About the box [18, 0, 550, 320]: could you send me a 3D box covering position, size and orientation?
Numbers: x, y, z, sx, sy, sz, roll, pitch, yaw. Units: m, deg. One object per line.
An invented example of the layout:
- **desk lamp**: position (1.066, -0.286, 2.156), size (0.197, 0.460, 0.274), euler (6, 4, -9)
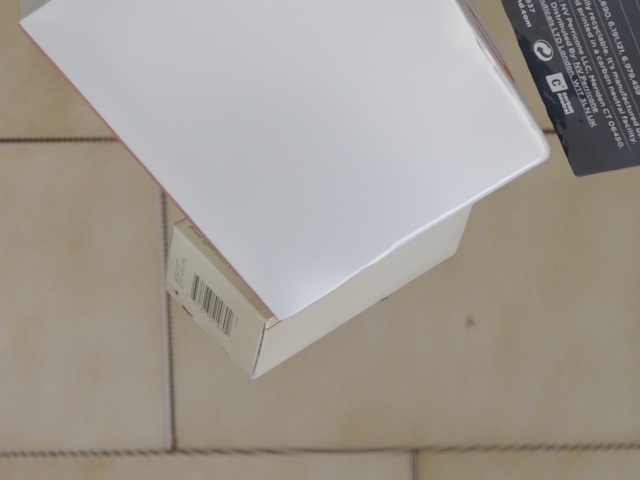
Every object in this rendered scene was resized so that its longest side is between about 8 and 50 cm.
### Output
- **box**: position (-0.032, -0.159, 0.857), size (0.168, 0.345, 0.215), euler (-33, 121, 12)

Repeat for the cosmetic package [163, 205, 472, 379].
- **cosmetic package**: position (0.000, 0.000, 1.678), size (0.309, 0.113, 0.160), euler (-32, 64, -32)

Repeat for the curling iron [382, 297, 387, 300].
- **curling iron**: position (-0.022, 0.079, 1.844), size (0.068, 0.274, 0.035), euler (46, 123, 33)

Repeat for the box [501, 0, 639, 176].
- **box**: position (0.503, -0.312, 1.514), size (0.480, 0.472, 0.297), euler (-33, 104, -37)
